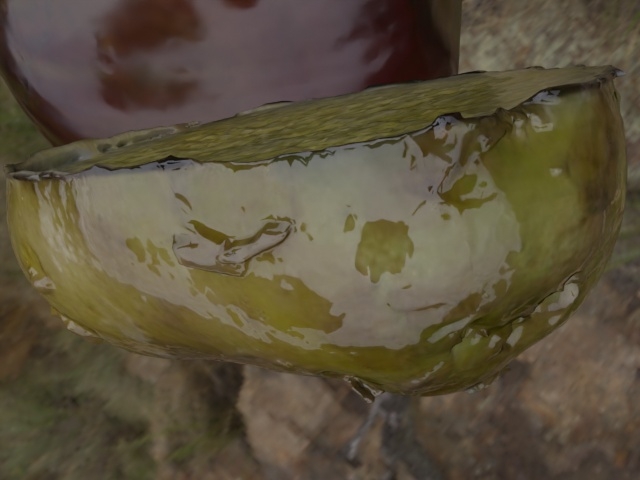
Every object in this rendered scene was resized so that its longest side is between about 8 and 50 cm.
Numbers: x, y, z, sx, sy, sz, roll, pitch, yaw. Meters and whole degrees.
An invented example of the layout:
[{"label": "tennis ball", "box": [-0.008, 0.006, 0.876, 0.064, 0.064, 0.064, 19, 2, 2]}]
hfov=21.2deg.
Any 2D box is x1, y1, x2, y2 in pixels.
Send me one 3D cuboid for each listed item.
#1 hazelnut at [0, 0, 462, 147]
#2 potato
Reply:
[{"label": "hazelnut", "box": [-0.043, -0.115, 0.723, 0.229, 0.229, 0.230, 10, 115, 23]}, {"label": "potato", "box": [0.000, 0.000, 0.488, 0.200, 0.164, 0.081, 4, 107, 54]}]
